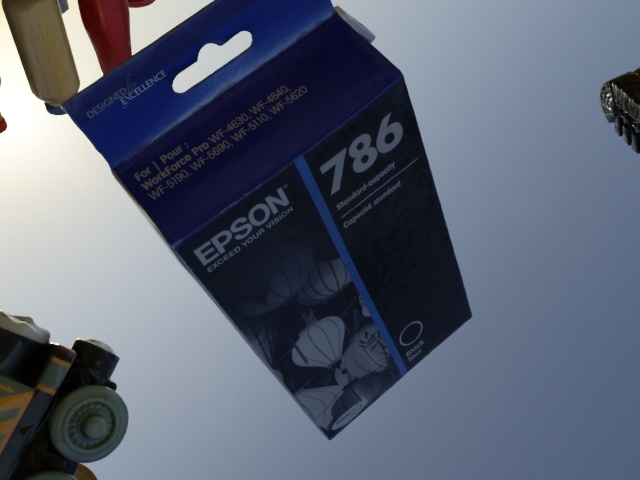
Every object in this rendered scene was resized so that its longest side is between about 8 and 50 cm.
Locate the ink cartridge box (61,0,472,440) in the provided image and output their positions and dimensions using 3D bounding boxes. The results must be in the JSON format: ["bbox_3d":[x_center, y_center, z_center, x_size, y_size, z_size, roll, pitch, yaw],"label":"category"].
[{"bbox_3d":[0.000,0.000,0.428,0.165,0.332,0.065,-39,-134,-9],"label":"ink cartridge box"}]

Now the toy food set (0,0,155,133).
[{"bbox_3d":[-0.211,-0.186,0.545,0.111,0.104,0.232,10,-137,10],"label":"toy food set"}]

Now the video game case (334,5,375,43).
[{"bbox_3d":[-0.020,-0.200,0.791,0.190,0.022,0.173,-43,176,18],"label":"video game case"}]

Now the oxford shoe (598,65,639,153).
[{"bbox_3d":[0.329,-0.071,0.496,0.096,0.083,0.227,-28,-120,2],"label":"oxford shoe"}]

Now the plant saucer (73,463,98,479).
[{"bbox_3d":[-0.291,0.286,0.746,0.015,0.083,0.083,-54,-152,16],"label":"plant saucer"}]

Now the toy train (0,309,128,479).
[{"bbox_3d":[-0.330,0.233,0.616,0.142,0.190,0.333,-3,-122,55],"label":"toy train"}]
